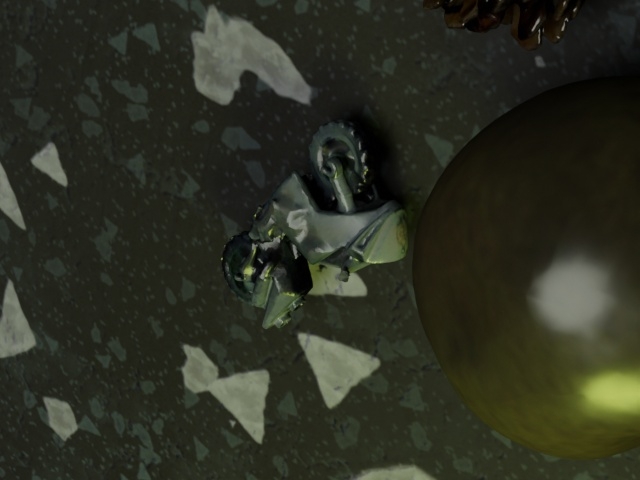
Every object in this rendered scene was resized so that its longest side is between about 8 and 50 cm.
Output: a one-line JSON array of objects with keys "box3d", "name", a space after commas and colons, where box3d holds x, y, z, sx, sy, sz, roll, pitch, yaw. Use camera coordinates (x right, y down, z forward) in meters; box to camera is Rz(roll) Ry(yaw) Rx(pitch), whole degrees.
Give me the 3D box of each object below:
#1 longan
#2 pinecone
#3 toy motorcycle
[{"box3d": [0.251, 0.026, 1.689, 0.361, 0.361, 0.361, 19, 124, 30], "name": "longan"}, {"box3d": [0.152, -0.262, 1.699, 0.184, 0.205, 0.179, 57, 133, 20], "name": "pinecone"}, {"box3d": [0.000, 0.000, 2.037, 0.159, 0.106, 0.270, 49, 130, 14], "name": "toy motorcycle"}]
